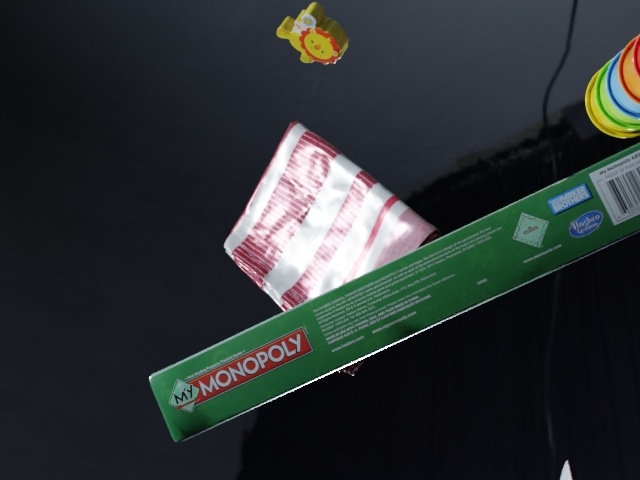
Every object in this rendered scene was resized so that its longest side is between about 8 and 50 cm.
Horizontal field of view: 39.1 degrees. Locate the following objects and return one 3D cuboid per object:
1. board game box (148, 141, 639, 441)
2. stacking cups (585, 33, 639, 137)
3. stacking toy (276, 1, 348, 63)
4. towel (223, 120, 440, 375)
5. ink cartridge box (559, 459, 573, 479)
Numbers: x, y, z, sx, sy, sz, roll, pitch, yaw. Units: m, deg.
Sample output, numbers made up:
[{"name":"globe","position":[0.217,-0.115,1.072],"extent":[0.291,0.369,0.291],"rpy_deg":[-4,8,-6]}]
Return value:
[{"name":"board game box","position":[0.067,0.033,0.599],"extent":[0.317,0.046,0.213],"rpy_deg":[-26,175,9]},{"name":"stacking cups","position":[0.351,-0.169,0.935],"extent":[0.096,0.096,0.316],"rpy_deg":[2,-179,6]},{"name":"stacking toy","position":[-0.032,-0.278,0.760],"extent":[0.221,0.167,0.052],"rpy_deg":[42,146,-22]},{"name":"towel","position":[0.000,0.000,1.280],"extent":[0.037,0.329,0.237],"rpy_deg":[14,112,-48]},{"name":"ink cartridge box","position":[0.193,0.361,0.558],"extent":[0.091,0.385,0.308],"rpy_deg":[10,102,3]}]
